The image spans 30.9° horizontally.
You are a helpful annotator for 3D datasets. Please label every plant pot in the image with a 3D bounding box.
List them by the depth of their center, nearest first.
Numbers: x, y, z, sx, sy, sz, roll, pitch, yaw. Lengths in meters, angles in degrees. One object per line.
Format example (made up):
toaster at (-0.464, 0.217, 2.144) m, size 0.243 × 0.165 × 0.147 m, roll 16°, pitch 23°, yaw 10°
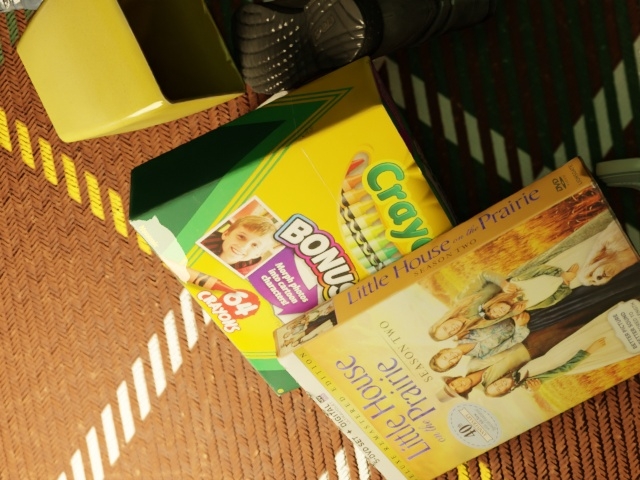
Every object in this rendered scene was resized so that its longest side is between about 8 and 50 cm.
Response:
plant pot at (-0.257, -0.236, 1.487) m, size 0.187 × 0.212 × 0.212 m, roll -27°, pitch 89°, yaw 27°

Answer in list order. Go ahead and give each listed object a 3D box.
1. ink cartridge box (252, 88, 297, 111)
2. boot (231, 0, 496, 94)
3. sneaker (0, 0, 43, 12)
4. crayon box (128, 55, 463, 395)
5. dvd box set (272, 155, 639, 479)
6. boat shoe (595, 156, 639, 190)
ink cartridge box at (-0.025, -0.087, 1.510) m, size 0.115 × 0.067 × 0.198 m, roll -36°, pitch 85°, yaw 13°
boot at (0.048, -0.261, 1.437) m, size 0.222 × 0.338 × 0.118 m, roll -18°, pitch 106°, yaw -30°
sneaker at (-0.430, -0.418, 1.558) m, size 0.163 × 0.086 × 0.226 m, roll -4°, pitch 95°, yaw 10°
crayon box at (0.000, 0.000, 1.389) m, size 0.313 × 0.106 × 0.363 m, roll -23°, pitch 132°, yaw 14°
dvd box set at (0.198, 0.118, 1.401) m, size 0.420 × 0.062 × 0.307 m, roll -30°, pitch 124°, yaw 13°
boat shoe at (0.449, -0.060, 1.403) m, size 0.227 × 0.079 × 0.081 m, roll 3°, pitch 92°, yaw 9°
